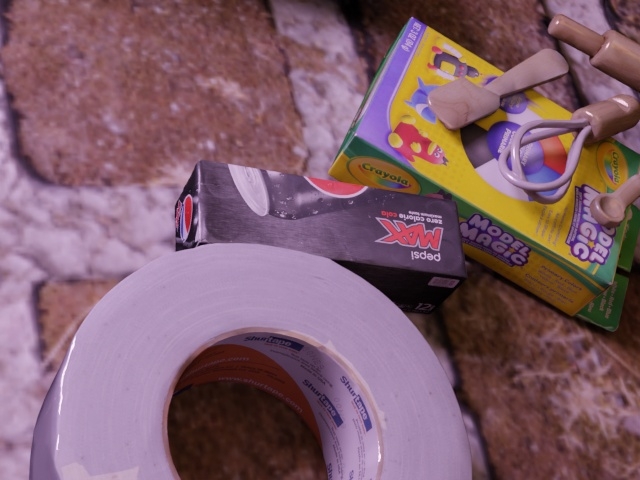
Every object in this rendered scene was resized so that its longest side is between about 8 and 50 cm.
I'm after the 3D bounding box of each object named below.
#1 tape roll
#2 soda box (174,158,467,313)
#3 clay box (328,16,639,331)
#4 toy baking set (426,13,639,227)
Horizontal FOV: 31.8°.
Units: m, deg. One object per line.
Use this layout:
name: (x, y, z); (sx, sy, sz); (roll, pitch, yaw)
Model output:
tape roll: (-0.034, 0.111, 0.579); (0.219, 0.072, 0.219); (12, 57, -19)
soda box: (0.000, 0.000, 0.672); (0.169, 0.053, 0.060); (8, 58, -21)
clay box: (0.128, -0.044, 0.756); (0.222, 0.053, 0.127); (29, 52, -6)
toy baking set: (0.201, -0.073, 0.758); (0.256, 0.030, 0.196); (30, 48, -6)
